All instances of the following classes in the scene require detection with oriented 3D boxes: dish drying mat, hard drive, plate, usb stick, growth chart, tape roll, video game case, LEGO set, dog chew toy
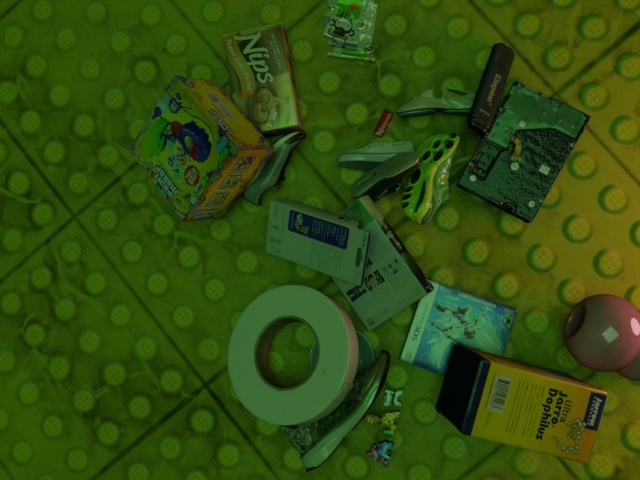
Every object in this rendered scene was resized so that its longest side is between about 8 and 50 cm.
[{"bbox_3d":[0.186,-0.345,1.878,0.032,0.008,0.083,25,91,9],"label":"dish drying mat"},{"bbox_3d":[0.569,-0.250,1.797,0.237,0.064,0.338,28,92,8],"label":"hard drive"},{"bbox_3d":[0.063,0.344,1.854,0.188,0.024,0.188,0,89,7],"label":"plate"},{"bbox_3d":[0.479,-0.428,1.787,0.077,0.045,0.277,29,74,-25],"label":"usb stick"},{"bbox_3d":[0.089,-0.650,1.899,0.172,0.021,0.237,5,87,8],"label":"growth chart"},{"bbox_3d":[-0.080,0.318,1.780,0.392,0.072,0.391,-8,71,24],"label":"tape roll"},{"bbox_3d":[0.388,0.265,1.799,0.270,0.061,0.244,18,91,7],"label":"video game case"},{"bbox_3d":[0.168,0.527,1.802,0.093,0.087,0.227,12,88,7],"label":"LEGO set"},{"bbox_3d":[0.824,0.276,1.680,0.332,0.206,0.206,23,91,0],"label":"dog chew toy"}]

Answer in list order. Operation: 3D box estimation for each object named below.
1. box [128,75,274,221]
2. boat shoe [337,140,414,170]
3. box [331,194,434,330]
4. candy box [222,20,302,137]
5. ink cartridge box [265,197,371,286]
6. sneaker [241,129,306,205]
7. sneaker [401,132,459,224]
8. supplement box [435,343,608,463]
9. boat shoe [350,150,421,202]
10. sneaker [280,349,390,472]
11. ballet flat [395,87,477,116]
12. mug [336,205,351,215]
[{"bbox_3d":[-0.337,-0.254,1.789,0.290,0.177,0.279,50,119,17],"label":"box"},{"bbox_3d":[0.162,-0.252,1.850,0.227,0.083,0.075,0,75,-4],"label":"boat shoe"},{"bbox_3d":[0.135,0.066,1.790,0.232,0.058,0.322,-38,85,34],"label":"box"},{"bbox_3d":[-0.171,-0.468,1.888,0.183,0.087,0.316,-10,86,7],"label":"candy box"},{"bbox_3d":[0.000,0.000,1.782,0.333,0.065,0.165,20,113,28],"label":"ink cartridge box"},{"bbox_3d":[-0.134,-0.218,1.877,0.108,0.100,0.271,43,99,-2],"label":"sneaker"},{"bbox_3d":[0.316,-0.178,1.812,0.110,0.123,0.295,15,71,34],"label":"sneaker"},{"bbox_3d":[0.518,0.422,1.663,0.357,0.194,0.195,16,90,-9],"label":"supplement box"},{"bbox_3d":[0.194,-0.175,1.796,0.233,0.084,0.079,-30,125,33],"label":"boat shoe"},{"bbox_3d":[0.034,0.449,1.778,0.182,0.158,0.410,39,96,8],"label":"sneaker"},{"bbox_3d":[0.338,-0.397,1.826,0.249,0.086,0.086,-1,87,-2],"label":"ballet flat"},{"bbox_3d":[0.080,-0.060,1.861,0.064,0.078,0.062,20,123,16],"label":"mug"}]
